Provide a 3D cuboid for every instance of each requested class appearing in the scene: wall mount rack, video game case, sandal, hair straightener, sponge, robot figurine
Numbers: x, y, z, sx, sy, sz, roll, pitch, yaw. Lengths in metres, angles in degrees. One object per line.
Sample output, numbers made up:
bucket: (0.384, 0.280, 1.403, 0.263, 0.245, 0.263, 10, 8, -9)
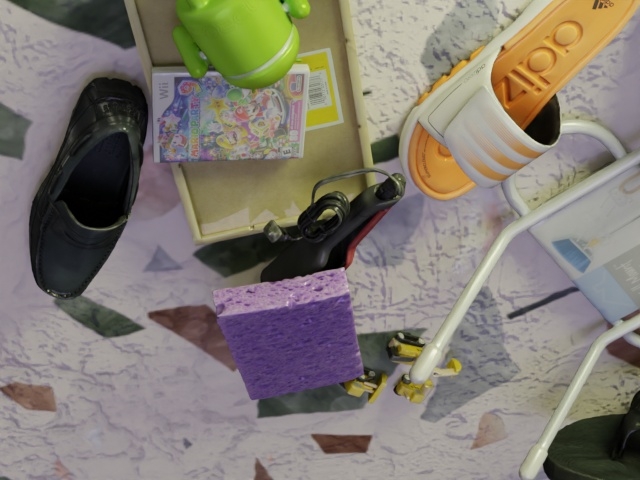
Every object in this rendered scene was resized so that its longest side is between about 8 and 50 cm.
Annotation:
wall mount rack: (0.252, 0.063, 1.185, 0.304, 0.130, 0.350, -33, 128, 17)
video game case: (-0.072, -0.100, 1.005, 0.122, 0.011, 0.087, -2, 132, -9)
sandal: (0.164, -0.119, 1.042, 0.102, 0.076, 0.265, 25, 122, -29)
sandal: (0.435, 0.189, 1.343, 0.446, 0.167, 0.107, -4, 107, -18)
hair straightener: (0.000, 0.000, 1.075, 0.089, 0.047, 0.230, -2, 158, -29)
sponge: (-0.025, 0.089, 1.172, 0.117, 0.031, 0.210, -11, 153, 0)
robot figurine: (-0.059, -0.157, 0.920, 0.101, 0.067, 0.115, -30, 130, 9)

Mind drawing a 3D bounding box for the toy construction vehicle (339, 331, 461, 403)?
toy construction vehicle: (0.081, 0.138, 1.281, 0.098, 0.035, 0.086, 19, 125, -26)

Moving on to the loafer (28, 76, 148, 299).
loafer: (-0.194, -0.030, 1.047, 0.076, 0.078, 0.223, 11, 128, -20)

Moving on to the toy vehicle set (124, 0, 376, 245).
toy vehicle set: (-0.050, -0.119, 1.026, 0.166, 0.035, 0.267, -11, 132, -1)
